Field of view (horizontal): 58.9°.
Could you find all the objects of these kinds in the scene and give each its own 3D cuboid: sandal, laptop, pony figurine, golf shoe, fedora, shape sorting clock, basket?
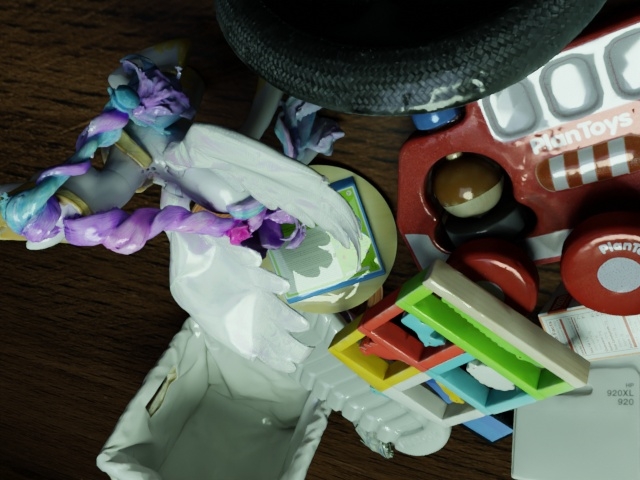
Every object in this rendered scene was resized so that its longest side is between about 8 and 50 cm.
[{"bbox_3d":[0.024,0.162,0.876,0.416,0.102,0.169,43,127,7],"label":"sandal"},{"bbox_3d":[0.247,0.285,0.899,0.234,0.264,0.136,32,101,-4],"label":"laptop"},{"bbox_3d":[-0.113,-0.062,0.594,0.351,0.363,0.303,26,136,3],"label":"pony figurine"},{"bbox_3d":[0.095,0.360,1.105,0.086,0.069,0.176,9,133,29],"label":"golf shoe"},{"bbox_3d":[0.075,-0.219,0.466,0.334,0.334,0.152,3,165,25],"label":"fedora"},{"bbox_3d":[0.000,0.000,0.769,0.206,0.040,0.206,1,106,5],"label":"shape sorting clock"},{"bbox_3d":[-0.173,0.378,1.077,0.331,0.328,0.266,20,140,9],"label":"basket"}]

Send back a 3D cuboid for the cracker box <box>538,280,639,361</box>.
[{"bbox_3d":[0.371,0.055,0.599,0.232,0.156,0.067,-20,95,40],"label":"cracker box"}]

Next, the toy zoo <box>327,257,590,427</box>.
[{"bbox_3d":[0.129,0.142,0.663,0.192,0.030,0.293,35,145,-6],"label":"toy zoo"}]

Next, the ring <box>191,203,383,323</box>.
[{"bbox_3d":[-0.059,0.040,0.908,0.337,0.032,0.336,15,136,15],"label":"ring"}]

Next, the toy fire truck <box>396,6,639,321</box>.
[{"bbox_3d":[0.212,-0.064,0.575,0.302,0.169,0.254,-13,115,35],"label":"toy fire truck"}]

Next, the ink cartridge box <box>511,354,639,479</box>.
[{"bbox_3d":[0.379,0.234,0.693,0.233,0.168,0.171,24,154,-25],"label":"ink cartridge box"}]
